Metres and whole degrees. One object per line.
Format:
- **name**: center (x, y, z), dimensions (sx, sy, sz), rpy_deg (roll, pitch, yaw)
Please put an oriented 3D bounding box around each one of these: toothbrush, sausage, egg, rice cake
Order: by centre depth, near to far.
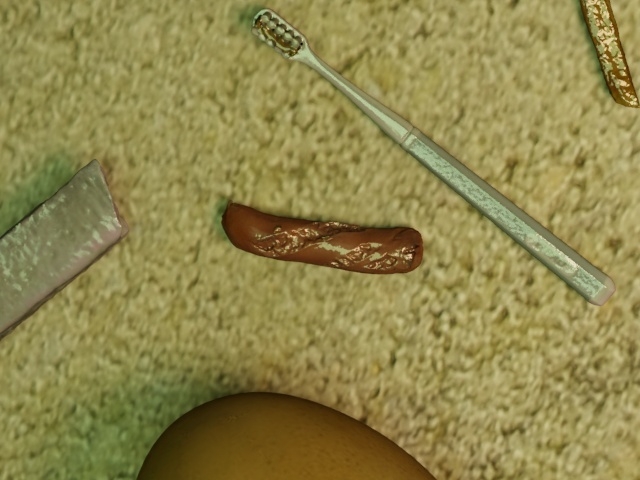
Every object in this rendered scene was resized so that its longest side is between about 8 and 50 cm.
- **egg**: center (-0.005, 0.257, 1.153), dimensions (0.250, 0.250, 0.322), rpy_deg (-34, 88, 10)
- **toothbrush**: center (0.085, -0.063, 1.195), dimensions (0.342, 0.030, 0.025), rpy_deg (38, 106, -5)
- **sausage**: center (0.000, 0.000, 1.213), dimensions (0.158, 0.042, 0.036), rpy_deg (10, 139, 5)
- **rice cake**: center (-0.286, 0.069, 1.237), dimensions (0.365, 0.056, 0.073), rpy_deg (-41, 89, 11)

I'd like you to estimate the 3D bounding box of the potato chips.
- **potato chips**: center (0.194, -0.191, 1.162), dimensions (0.026, 0.037, 0.204), rpy_deg (-17, 104, 18)
